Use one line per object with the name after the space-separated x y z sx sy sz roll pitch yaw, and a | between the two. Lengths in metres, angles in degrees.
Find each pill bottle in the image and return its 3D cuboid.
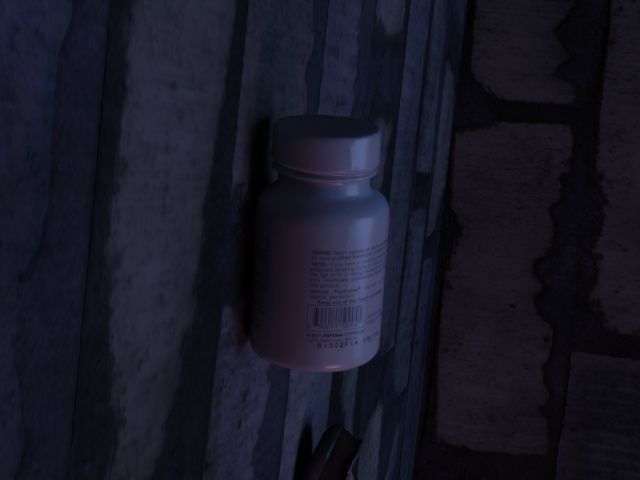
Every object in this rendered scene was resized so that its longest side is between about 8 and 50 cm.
0.000 0.000 1.204 0.131 0.131 0.229 -53 148 -69 | pill bottle

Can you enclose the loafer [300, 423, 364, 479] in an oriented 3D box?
0.033 0.416 1.641 0.134 0.130 0.366 -52 147 -70 | loafer
